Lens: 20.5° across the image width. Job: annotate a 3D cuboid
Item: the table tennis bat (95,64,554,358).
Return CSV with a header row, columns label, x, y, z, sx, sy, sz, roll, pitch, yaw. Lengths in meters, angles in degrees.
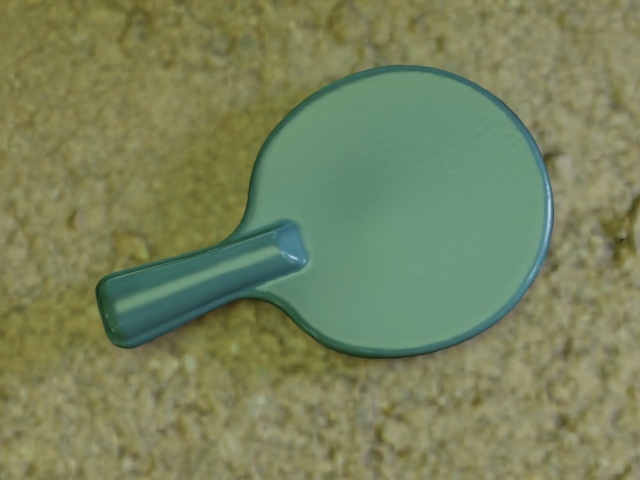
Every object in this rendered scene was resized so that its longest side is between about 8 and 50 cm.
label,x,y,z,sx,sy,sz,roll,pitch,yaw
table tennis bat,0.000,0.000,0.892,0.237,0.038,0.149,-21,78,4
